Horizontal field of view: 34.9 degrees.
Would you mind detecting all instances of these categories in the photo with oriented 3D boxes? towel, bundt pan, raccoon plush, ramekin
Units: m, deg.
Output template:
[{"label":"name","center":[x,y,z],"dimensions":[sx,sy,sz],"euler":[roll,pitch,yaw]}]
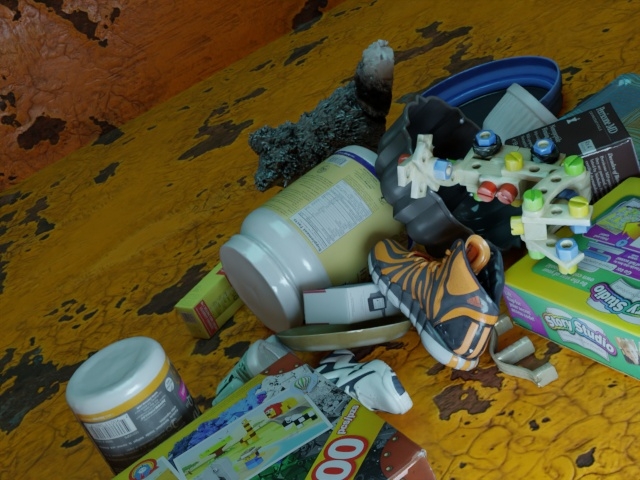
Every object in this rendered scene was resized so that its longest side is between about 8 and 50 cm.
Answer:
[{"label":"towel","center":[0.635,-0.236,2.020],"dimensions":[0.271,0.040,0.370],"euler":[-33,26,-12]},{"label":"bundt pan","center":[0.224,-0.095,1.840],"dimensions":[0.124,0.331,0.331],"euler":[-36,16,34]},{"label":"raccoon plush","center":[-0.011,-0.280,2.258],"dimensions":[0.299,0.447,0.216],"euler":[-3,45,-6]},{"label":"ramekin","center":[0.408,-0.193,1.963],"dimensions":[0.109,0.207,0.207],"euler":[-45,24,9]}]

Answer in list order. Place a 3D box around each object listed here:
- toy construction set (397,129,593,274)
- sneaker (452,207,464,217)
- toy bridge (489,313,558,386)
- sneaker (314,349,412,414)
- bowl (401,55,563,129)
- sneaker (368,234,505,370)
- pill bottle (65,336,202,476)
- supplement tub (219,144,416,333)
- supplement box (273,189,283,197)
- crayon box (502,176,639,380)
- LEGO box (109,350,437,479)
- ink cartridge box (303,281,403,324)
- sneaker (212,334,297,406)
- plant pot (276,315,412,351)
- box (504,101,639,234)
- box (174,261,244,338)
[{"label":"toy construction set","center":[0.287,-0.081,1.611],"dimensions":[0.327,0.151,0.215],"euler":[23,53,19]},{"label":"sneaker","center":[0.235,-0.068,2.043],"dimensions":[0.115,0.105,0.281],"euler":[-49,16,30]},{"label":"toy bridge","center":[0.298,0.175,1.568],"dimensions":[0.063,0.026,0.188],"euler":[-29,26,-1]},{"label":"sneaker","center":[0.032,0.253,1.589],"dimensions":[0.153,0.094,0.235],"euler":[-37,27,-18]},{"label":"bowl","center":[0.369,-0.296,2.333],"dimensions":[0.391,0.077,0.391],"euler":[-21,26,11]},{"label":"sneaker","center":[0.202,0.050,1.659],"dimensions":[0.124,0.180,0.321],"euler":[9,27,-35]},{"label":"pill bottle","center":[-0.255,0.298,1.552],"dimensions":[0.162,0.278,0.162],"euler":[-21,26,11]},{"label":"supplement tub","center":[0.000,0.000,1.923],"dimensions":[0.331,0.241,0.241],"euler":[-37,28,-21]},{"label":"supplement box","center":[-0.090,-0.073,2.361],"dimensions":[0.043,0.055,0.083],"euler":[1,37,41]},{"label":"crayon box","center":[0.500,0.053,1.521],"dimensions":[0.313,0.106,0.363],"euler":[-36,27,-17]},{"label":"LEGO box","center":[-0.119,0.411,1.313],"dimensions":[0.500,0.193,0.372],"euler":[-35,27,-17]},{"label":"ink cartridge box","center":[0.061,0.107,1.769],"dimensions":[0.109,0.063,0.150],"euler":[-7,-1,44]},{"label":"sneaker","center":[-0.111,0.238,1.649],"dimensions":[0.151,0.094,0.256],"euler":[-46,-3,1]},{"label":"plant pot","center":[0.043,0.158,1.720],"dimensions":[0.236,0.032,0.236],"euler":[-7,-1,0]},{"label":"box","center":[0.453,-0.111,1.799],"dimensions":[0.203,0.167,0.168],"euler":[-20,26,12]},{"label":"box","center":[-0.192,0.097,2.098],"dimensions":[0.058,0.087,0.232],"euler":[2,36,44]}]
